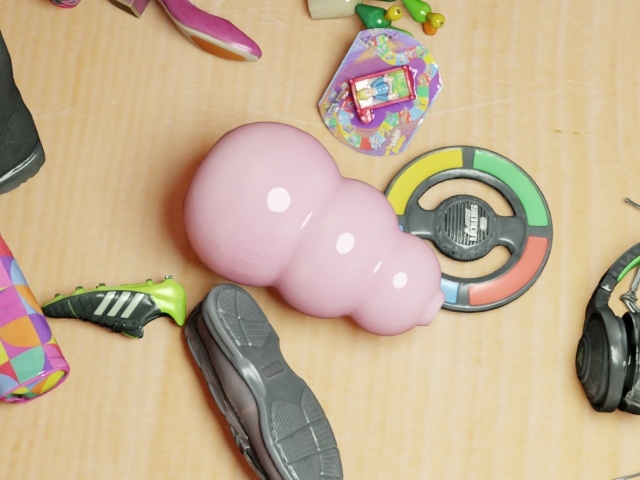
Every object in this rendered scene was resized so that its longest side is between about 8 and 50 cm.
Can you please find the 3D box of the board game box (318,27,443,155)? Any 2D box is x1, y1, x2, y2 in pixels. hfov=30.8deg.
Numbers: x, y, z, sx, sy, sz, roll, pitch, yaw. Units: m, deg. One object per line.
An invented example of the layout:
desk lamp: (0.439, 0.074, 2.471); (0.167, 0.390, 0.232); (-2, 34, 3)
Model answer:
board game box: (0.078, -0.193, 1.525); (0.133, 0.033, 0.169); (32, 103, 5)

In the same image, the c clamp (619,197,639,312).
c clamp: (0.437, 0.040, 1.509); (0.137, 0.022, 0.161); (22, 69, 0)

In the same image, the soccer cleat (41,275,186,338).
soccer cleat: (-0.255, 0.089, 1.443); (0.179, 0.060, 0.072); (-7, 83, -5)

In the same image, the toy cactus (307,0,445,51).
toy cactus: (0.075, -0.342, 1.601); (0.180, 0.112, 0.219); (-12, 73, 13)

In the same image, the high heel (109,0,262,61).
high heel: (-0.167, -0.331, 1.584); (0.244, 0.082, 0.117); (26, 81, 21)

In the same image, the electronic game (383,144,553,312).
electronic game: (0.187, -0.017, 1.502); (0.229, 0.048, 0.229); (1, 70, -2)

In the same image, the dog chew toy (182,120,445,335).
dog chew toy: (0.000, 0.000, 1.409); (0.332, 0.206, 0.206); (32, 72, 5)

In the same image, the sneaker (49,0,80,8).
sneaker: (-0.300, -0.446, 1.609); (0.121, 0.112, 0.299); (28, 57, 14)

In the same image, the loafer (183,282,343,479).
loafer: (-0.072, 0.200, 1.403); (0.109, 0.095, 0.302); (-11, 68, -48)

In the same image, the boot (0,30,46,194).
boot: (-0.510, -0.149, 1.298); (0.367, 0.445, 0.146); (-39, 72, -19)

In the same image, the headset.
headset: (0.420, 0.165, 1.373); (0.243, 0.185, 0.394); (24, 73, 7)

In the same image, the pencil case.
pencil case: (-0.395, 0.085, 1.413); (0.104, 0.104, 0.236); (-28, 75, -12)
